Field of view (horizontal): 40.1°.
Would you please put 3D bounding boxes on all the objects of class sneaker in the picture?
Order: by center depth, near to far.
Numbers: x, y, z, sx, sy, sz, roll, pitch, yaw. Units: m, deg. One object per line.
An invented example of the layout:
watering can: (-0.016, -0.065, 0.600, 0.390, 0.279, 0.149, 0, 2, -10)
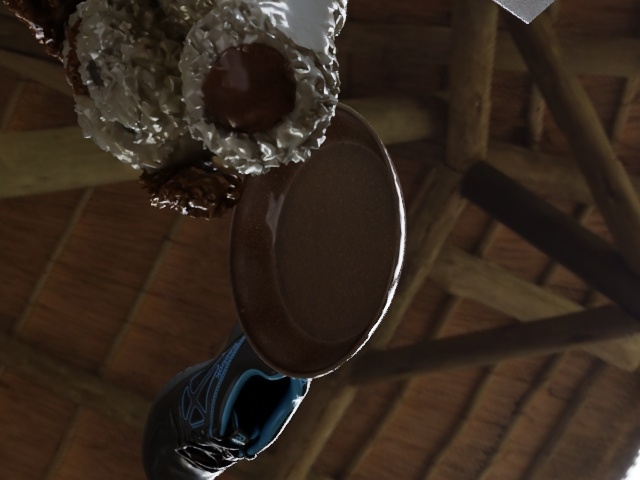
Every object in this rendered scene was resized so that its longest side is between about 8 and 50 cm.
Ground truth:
sneaker: (-0.121, 0.210, 1.044, 0.125, 0.140, 0.341, 30, -63, -15)

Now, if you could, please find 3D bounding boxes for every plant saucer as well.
plant saucer: (0.000, 0.000, 0.636, 0.036, 0.198, 0.199, 8, -66, -38)

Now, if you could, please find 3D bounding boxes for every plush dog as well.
plush dog: (-0.090, -0.142, 0.582, 0.225, 0.262, 0.210, -36, -3, 37)

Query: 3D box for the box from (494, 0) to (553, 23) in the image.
box: (0.104, -0.243, 0.539, 0.130, 0.171, 0.091, 25, -44, -26)
